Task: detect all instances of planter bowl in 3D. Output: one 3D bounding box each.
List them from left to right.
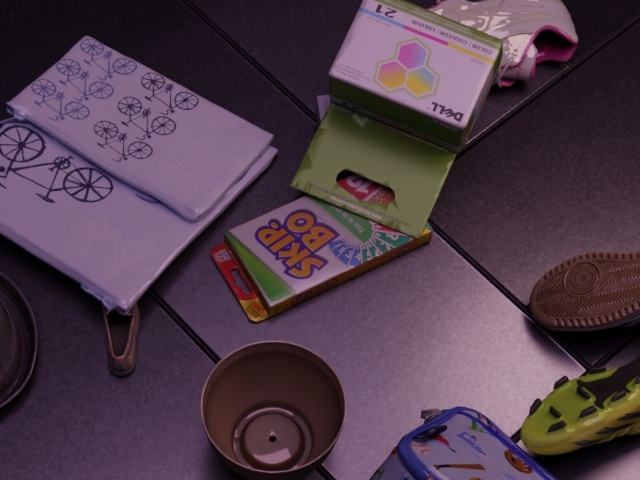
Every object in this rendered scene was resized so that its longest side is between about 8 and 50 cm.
[{"bbox_3d":[-0.055,0.209,1.626,0.162,0.109,0.162,2,58,-3],"label":"planter bowl"}]

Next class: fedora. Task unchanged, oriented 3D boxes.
[{"bbox_3d":[-0.467,0.094,1.668,0.275,0.124,0.243,34,62,17],"label":"fedora"}]

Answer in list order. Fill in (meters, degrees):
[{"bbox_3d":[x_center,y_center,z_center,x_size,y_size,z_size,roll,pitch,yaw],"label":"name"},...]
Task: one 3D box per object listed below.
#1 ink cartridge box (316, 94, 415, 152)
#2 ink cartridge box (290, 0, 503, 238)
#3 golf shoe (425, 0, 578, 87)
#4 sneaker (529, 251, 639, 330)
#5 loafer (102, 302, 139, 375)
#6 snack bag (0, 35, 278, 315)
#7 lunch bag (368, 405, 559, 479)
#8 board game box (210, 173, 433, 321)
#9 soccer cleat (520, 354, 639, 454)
[{"bbox_3d":[0.060,-0.147,1.887,0.122,0.052,0.088,-5,59,-4],"label":"ink cartridge box"},{"bbox_3d":[0.095,-0.158,1.798,0.189,0.097,0.255,23,74,7],"label":"ink cartridge box"},{"bbox_3d":[0.212,-0.261,1.933,0.306,0.115,0.140,-26,66,-16],"label":"golf shoe"},{"bbox_3d":[0.409,0.070,1.756,0.282,0.153,0.099,-18,58,22],"label":"sneaker"},{"bbox_3d":[-0.240,0.100,1.725,0.045,0.039,0.125,-5,59,-5],"label":"loafer"},{"bbox_3d":[-0.277,-0.095,1.826,0.323,0.037,0.342,31,55,15],"label":"snack bag"},{"bbox_3d":[0.199,0.303,1.529,0.303,0.115,0.243,41,23,19],"label":"lunch bag"},{"bbox_3d":[0.000,0.000,1.805,0.259,0.039,0.124,-26,63,-15],"label":"board game box"},{"bbox_3d":[0.361,0.191,1.655,0.289,0.121,0.093,-26,29,-20],"label":"soccer cleat"}]
